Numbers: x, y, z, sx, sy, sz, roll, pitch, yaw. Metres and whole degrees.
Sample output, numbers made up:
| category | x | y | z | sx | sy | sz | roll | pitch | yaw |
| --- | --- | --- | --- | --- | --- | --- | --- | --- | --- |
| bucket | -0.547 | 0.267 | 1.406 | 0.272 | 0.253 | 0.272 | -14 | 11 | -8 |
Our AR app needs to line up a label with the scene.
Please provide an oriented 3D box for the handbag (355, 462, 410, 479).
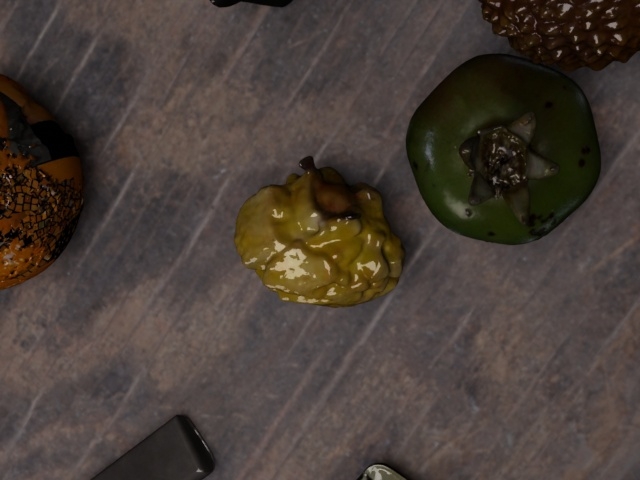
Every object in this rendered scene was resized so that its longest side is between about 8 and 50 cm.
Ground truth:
| category | x | y | z | sx | sy | sz | roll | pitch | yaw |
| --- | --- | --- | --- | --- | --- | --- | --- | --- | --- |
| handbag | 0.027 | 0.431 | 1.454 | 0.236 | 0.160 | 0.358 | 41 | 106 | 0 |

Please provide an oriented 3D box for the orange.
| category | x | y | z | sx | sy | sz | roll | pitch | yaw |
| --- | --- | --- | --- | --- | --- | --- | --- | --- | --- |
| orange | -0.358 | -0.057 | 1.477 | 0.234 | 0.182 | 0.234 | 6 | 112 | 15 |

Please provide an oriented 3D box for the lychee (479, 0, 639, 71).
| category | x | y | z | sx | sy | sz | roll | pitch | yaw |
| --- | --- | --- | --- | --- | --- | --- | --- | --- | --- |
| lychee | 0.250 | -0.255 | 1.290 | 0.238 | 0.200 | 0.200 | -17 | 93 | 13 |

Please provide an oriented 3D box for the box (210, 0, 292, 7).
| category | x | y | z | sx | sy | sz | roll | pitch | yaw |
| --- | --- | --- | --- | --- | --- | --- | --- | --- | --- |
| box | -0.018 | -0.417 | 1.326 | 0.345 | 0.204 | 0.251 | -40 | 86 | 15 |

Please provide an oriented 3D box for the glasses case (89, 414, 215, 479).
| category | x | y | z | sx | sy | sz | roll | pitch | yaw |
| --- | --- | --- | --- | --- | --- | --- | --- | --- | --- |
| glasses case | -0.201 | 0.265 | 1.545 | 0.190 | 0.042 | 0.072 | -37 | 81 | 16 |

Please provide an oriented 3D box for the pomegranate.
| category | x | y | z | sx | sy | sz | roll | pitch | yaw |
| --- | --- | --- | --- | --- | --- | --- | --- | --- | --- |
| pomegranate | 0.166 | -0.080 | 1.317 | 0.181 | 0.224 | 0.182 | 1 | 96 | 5 |

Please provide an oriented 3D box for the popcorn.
| category | x | y | z | sx | sy | sz | roll | pitch | yaw |
| --- | --- | --- | --- | --- | --- | --- | --- | --- | --- |
| popcorn | 0.000 | 0.000 | 1.410 | 0.167 | 0.148 | 0.152 | 9 | 125 | -1 |
